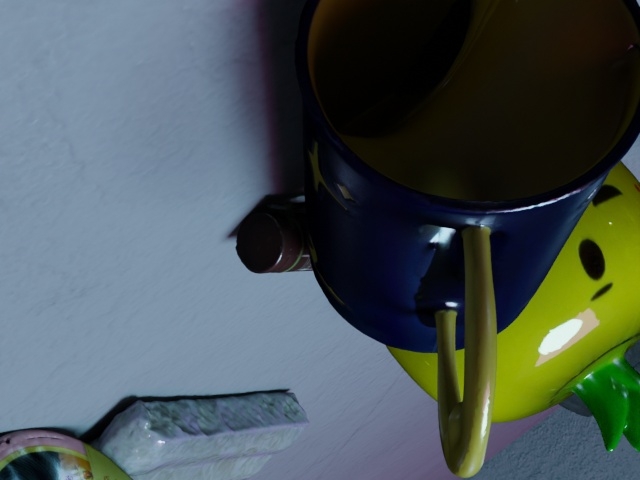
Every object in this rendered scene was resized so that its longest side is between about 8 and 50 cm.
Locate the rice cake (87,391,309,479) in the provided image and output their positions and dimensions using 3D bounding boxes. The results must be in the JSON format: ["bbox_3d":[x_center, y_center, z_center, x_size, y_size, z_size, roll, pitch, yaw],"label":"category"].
[{"bbox_3d":[-0.115,0.190,1.048,0.106,0.050,0.298,-42,160,15],"label":"rice cake"}]

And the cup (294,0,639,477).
[{"bbox_3d":[0.057,-0.010,0.665,0.255,0.178,0.256,-61,169,-22],"label":"cup"}]

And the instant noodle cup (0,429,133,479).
[{"bbox_3d":[-0.254,0.303,0.856,0.255,0.244,0.244,-35,162,22],"label":"instant noodle cup"}]

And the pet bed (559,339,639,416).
[{"bbox_3d":[0.341,0.093,1.404,0.159,0.183,0.211,-25,160,-45],"label":"pet bed"}]

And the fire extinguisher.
[{"bbox_3d":[0.000,0.000,0.839,0.158,0.043,0.064,-1,109,-58],"label":"fire extinguisher"}]

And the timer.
[{"bbox_3d":[0.198,0.065,0.976,0.285,0.285,0.285,-32,159,-14],"label":"timer"}]
